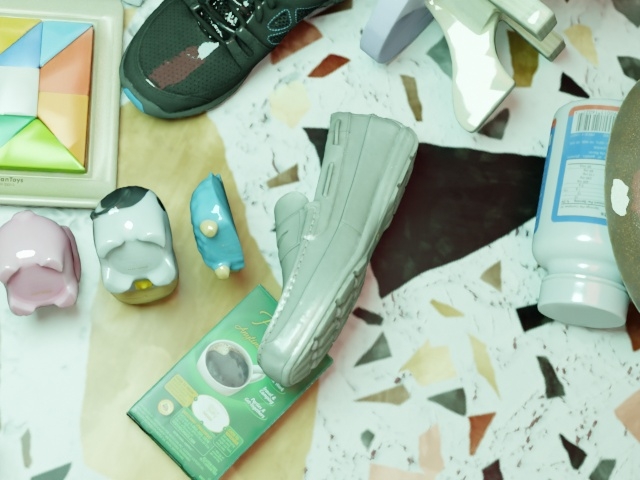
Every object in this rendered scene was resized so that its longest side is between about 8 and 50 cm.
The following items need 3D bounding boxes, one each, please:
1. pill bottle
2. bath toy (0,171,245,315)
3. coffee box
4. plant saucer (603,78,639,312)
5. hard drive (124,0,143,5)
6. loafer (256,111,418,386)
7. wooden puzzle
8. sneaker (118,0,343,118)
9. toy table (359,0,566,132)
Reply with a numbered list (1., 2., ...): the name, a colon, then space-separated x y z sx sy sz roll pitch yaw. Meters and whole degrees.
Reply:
1. pill bottle: 0.290 -0.026 1.268 0.124 0.124 0.222 14 75 -6
2. bath toy: -0.254 0.010 1.160 0.348 0.151 0.129 -10 47 -9
3. coffee box: -0.088 0.145 1.200 0.113 0.040 0.184 44 73 2
4. plant saucer: 0.411 -0.037 1.257 0.310 0.050 0.311 5 81 -37
5. hard drive: -0.230 -0.383 1.170 0.203 0.307 0.040 29 55 -2
6. loafer: 0.000 0.000 1.209 0.111 0.112 0.319 20 56 8
7. wooden puzzle: -0.316 -0.152 1.232 0.220 0.044 0.239 2 75 -9
8. sneaker: -0.071 -0.261 1.255 0.341 0.139 0.125 -42 88 -16
9. toy table: 0.185 -0.261 1.256 0.161 0.252 0.274 41 112 9
